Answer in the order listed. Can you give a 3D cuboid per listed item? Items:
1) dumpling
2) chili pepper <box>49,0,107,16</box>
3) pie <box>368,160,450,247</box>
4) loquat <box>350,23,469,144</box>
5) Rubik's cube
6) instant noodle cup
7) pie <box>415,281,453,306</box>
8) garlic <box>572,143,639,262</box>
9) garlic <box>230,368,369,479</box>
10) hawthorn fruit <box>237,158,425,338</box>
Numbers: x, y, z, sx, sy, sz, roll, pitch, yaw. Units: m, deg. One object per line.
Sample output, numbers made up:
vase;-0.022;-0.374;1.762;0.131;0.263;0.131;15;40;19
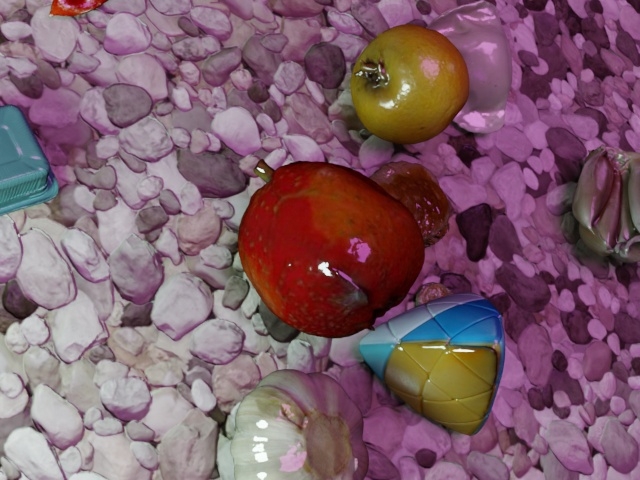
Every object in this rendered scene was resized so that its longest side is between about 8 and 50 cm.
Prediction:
dumpling;0.271;-0.323;1.955;0.179;0.131;0.252;-8;95;-14
chili pepper;-0.350;-0.400;1.624;0.191;0.050;0.059;-41;111;-29
pie;0.146;-0.058;1.776;0.193;0.079;0.163;-31;85;-38
loquat;0.153;-0.271;1.787;0.208;0.208;0.208;13;64;-27
Rubik's cube;0.230;0.192;1.683;0.254;0.254;0.254;13;64;-27
instant noodle cup;-0.459;-0.113;1.424;0.179;0.070;0.157;-24;82;-36
pie;0.199;0.109;1.771;0.084;0.021;0.084;10;66;-24
garlic;0.607;-0.065;1.991;0.237;0.210;0.292;25;50;-29
garlic;-0.033;0.291;1.466;0.228;0.152;0.227;19;63;-43
hawthorn fruit;0.000;0.000;1.558;0.307;0.265;0.265;44;52;13
